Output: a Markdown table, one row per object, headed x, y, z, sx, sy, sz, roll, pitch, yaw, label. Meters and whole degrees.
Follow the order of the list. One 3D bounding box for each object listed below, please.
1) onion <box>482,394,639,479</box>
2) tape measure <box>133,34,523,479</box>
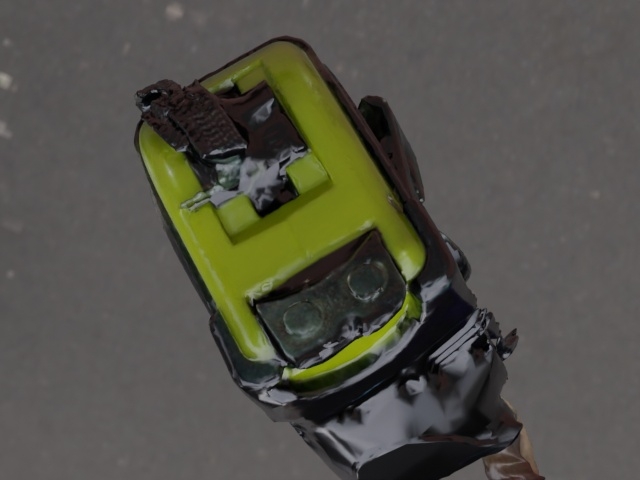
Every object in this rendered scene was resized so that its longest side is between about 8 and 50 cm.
| x | y | z | sx | sy | sz | roll | pitch | yaw | label |
| --- | --- | --- | --- | --- | --- | --- | --- | --- | --- |
| 0.173 | 0.247 | 1.034 | 0.256 | 0.272 | 0.230 | 11 | 170 | 18 | onion |
| 0.000 | 0.000 | 0.751 | 0.112 | 0.186 | 0.199 | -32 | 150 | -1 | tape measure |
